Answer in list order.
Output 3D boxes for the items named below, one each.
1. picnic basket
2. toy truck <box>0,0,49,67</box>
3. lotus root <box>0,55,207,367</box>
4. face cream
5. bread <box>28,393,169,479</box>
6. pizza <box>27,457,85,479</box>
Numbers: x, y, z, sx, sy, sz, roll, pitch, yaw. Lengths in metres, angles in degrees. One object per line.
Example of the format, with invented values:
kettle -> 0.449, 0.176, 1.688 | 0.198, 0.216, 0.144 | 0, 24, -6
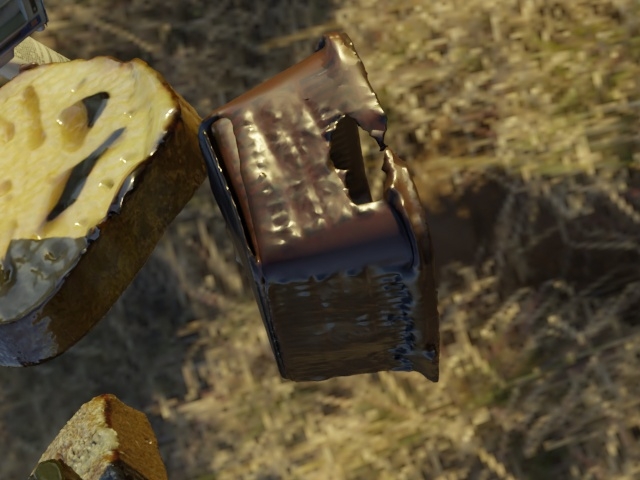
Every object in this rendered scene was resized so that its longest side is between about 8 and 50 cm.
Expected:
picnic basket -> 0.000, 0.000, 1.282 | 0.297, 0.129, 0.222 | 78, 171, -65
toy truck -> -0.344, -0.167, 1.333 | 0.124, 0.268, 0.155 | 5, 127, 31
lotus root -> -0.286, -0.025, 1.622 | 0.111, 0.390, 0.375 | 59, -172, -35
face cream -> -0.351, -0.212, 2.052 | 0.058, 0.244, 0.092 | -27, 63, 19
bread -> -0.235, 0.341, 1.885 | 0.165, 0.113, 0.416 | -49, 29, 10
pizza -> -0.246, 0.370, 1.591 | 0.268, 0.258, 0.087 | 36, 163, 16
